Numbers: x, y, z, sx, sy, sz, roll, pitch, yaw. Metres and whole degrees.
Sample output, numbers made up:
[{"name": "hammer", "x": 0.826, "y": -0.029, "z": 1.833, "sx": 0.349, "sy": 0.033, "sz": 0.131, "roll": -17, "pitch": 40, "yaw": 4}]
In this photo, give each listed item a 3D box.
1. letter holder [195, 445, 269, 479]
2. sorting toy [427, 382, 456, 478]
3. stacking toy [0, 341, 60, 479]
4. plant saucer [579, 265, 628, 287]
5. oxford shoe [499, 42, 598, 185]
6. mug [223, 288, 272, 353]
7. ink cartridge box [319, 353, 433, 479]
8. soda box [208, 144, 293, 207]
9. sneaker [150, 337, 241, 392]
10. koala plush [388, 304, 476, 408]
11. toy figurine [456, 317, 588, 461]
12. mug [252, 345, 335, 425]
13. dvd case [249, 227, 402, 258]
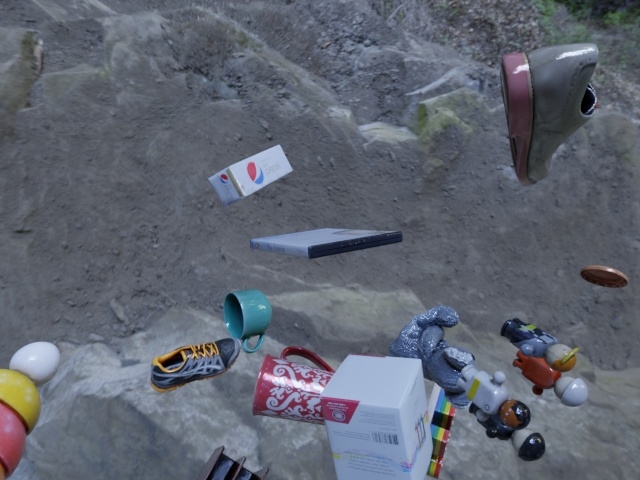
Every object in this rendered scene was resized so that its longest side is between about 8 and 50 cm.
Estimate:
[{"name": "letter holder", "x": -0.299, "y": 0.755, "z": 1.310, "sx": 0.152, "sy": 0.214, "sz": 0.301, "roll": 35, "pitch": 52, "yaw": -3}, {"name": "sorting toy", "x": 0.387, "y": 0.649, "z": 1.552, "sx": 0.090, "sy": 0.257, "sz": 0.255, "roll": 14, "pitch": 129, "yaw": 20}, {"name": "stacking toy", "x": -0.821, "y": 0.445, "z": 1.142, "sx": 0.351, "sy": 0.479, "sz": 0.350, "roll": 8, "pitch": 123, "yaw": 12}, {"name": "plant saucer", "x": 0.561, "y": 0.070, "z": 0.918, "sx": 0.084, "sy": 0.083, "sz": 0.013, "roll": 30, "pitch": 72, "yaw": -20}, {"name": "oxford shoe", "x": 0.369, "y": -0.179, "z": 0.739, "sx": 0.130, "sy": 0.348, "sz": 0.122, "roll": -10, "pitch": 73, "yaw": 23}, {"name": "mug", "x": -0.192, "y": 0.209, "z": 1.258, "sx": 0.098, "sy": 0.130, "sz": 0.157, "roll": -7, "pitch": 110, "yaw": -35}, {"name": "ink cartridge box", "x": 0.094, "y": 0.290, "z": 0.728, "sx": 0.128, "sy": 0.127, "sz": 0.176, "roll": -2, "pitch": 107, "yaw": 26}, {"name": "soda box", "x": -0.152, "y": -0.150, "z": 1.053, "sx": 0.069, "sy": 0.216, "sz": 0.073, "roll": -21, "pitch": 102, "yaw": 33}, {"name": "sneaker", "x": -0.283, "y": 0.273, "z": 1.062, "sx": 0.215, "sy": 0.084, "sz": 0.083, "roll": -21, "pitch": 134, "yaw": -26}, {"name": "koala plush", "x": 0.309, "y": 0.310, "z": 1.188, "sx": 0.204, "sy": 0.221, "sz": 0.196, "roll": -15, "pitch": 116, "yaw": -20}, {"name": "toy figurine", "x": 0.378, "y": 0.274, "z": 0.857, "sx": 0.213, "sy": 0.148, "sz": 0.209, "roll": -42, "pitch": 132, "yaw": -11}, {"name": "mug", "x": -0.026, "y": 0.268, "z": 0.870, "sx": 0.170, "sy": 0.113, "sz": 0.150, "roll": 11, "pitch": 62, "yaw": 5}, {"name": "dvd case", "x": 0.000, "y": 0.000, "z": 0.840, "sx": 0.181, "sy": 0.253, "sz": 0.022, "roll": -10, "pitch": 97, "yaw": -28}]
